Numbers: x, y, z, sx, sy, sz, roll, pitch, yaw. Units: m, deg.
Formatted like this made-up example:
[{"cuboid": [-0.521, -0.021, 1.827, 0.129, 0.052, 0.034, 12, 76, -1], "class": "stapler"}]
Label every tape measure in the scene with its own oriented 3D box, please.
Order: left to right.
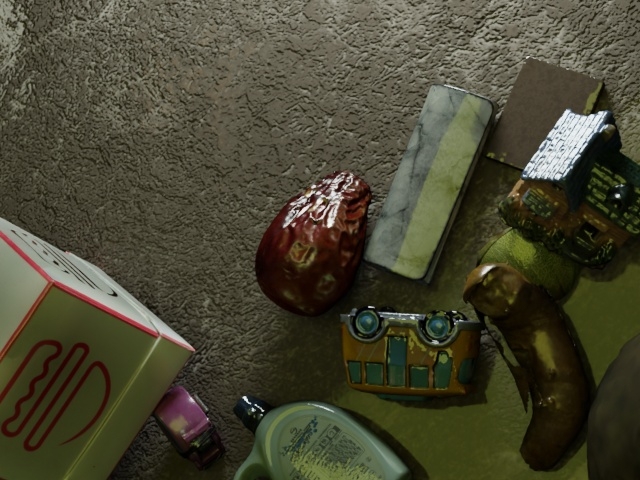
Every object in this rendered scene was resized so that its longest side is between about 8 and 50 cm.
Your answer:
[{"cuboid": [-0.201, 0.283, 2.032, 0.074, 0.125, 0.118, -37, 72, -15], "class": "tape measure"}]

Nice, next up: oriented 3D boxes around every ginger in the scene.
[{"cuboid": [0.301, 0.165, 1.876, 0.133, 0.107, 0.309, -28, 95, -32], "class": "ginger"}]

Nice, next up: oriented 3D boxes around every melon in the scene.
[{"cuboid": [0.310, 0.033, 1.941, 0.160, 0.079, 0.128, -37, 68, 7], "class": "melon"}]

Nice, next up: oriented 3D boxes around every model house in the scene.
[{"cuboid": [0.378, -0.076, 1.861, 0.183, 0.172, 0.166, 35, 64, 3], "class": "model house"}]

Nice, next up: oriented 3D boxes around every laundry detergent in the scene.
[{"cuboid": [-0.025, 0.337, 1.968, 0.280, 0.105, 0.214, 34, 92, 20], "class": "laundry detergent"}]

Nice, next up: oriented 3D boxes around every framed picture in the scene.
[{"cuboid": [0.338, -0.181, 2.010, 0.128, 0.023, 0.168, 22, 86, 22], "class": "framed picture"}]

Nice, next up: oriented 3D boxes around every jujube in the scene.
[{"cuboid": [0.000, 0.000, 2.012, 0.168, 0.168, 0.236, 24, 69, 21], "class": "jujube"}]

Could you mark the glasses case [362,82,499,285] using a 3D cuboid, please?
[{"cuboid": [0.167, -0.086, 2.024, 0.114, 0.060, 0.299, 20, 85, 21], "class": "glasses case"}]

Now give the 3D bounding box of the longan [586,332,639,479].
[{"cuboid": [0.516, 0.275, 1.659, 0.391, 0.391, 0.391, -4, 77, 17], "class": "longan"}]

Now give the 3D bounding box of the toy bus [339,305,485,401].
[{"cuboid": [0.133, 0.166, 1.948, 0.210, 0.126, 0.136, 2, 87, 18], "class": "toy bus"}]

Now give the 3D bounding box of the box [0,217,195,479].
[{"cuboid": [-0.442, 0.173, 1.995, 0.314, 0.300, 0.312, 34, 90, 44], "class": "box"}]
